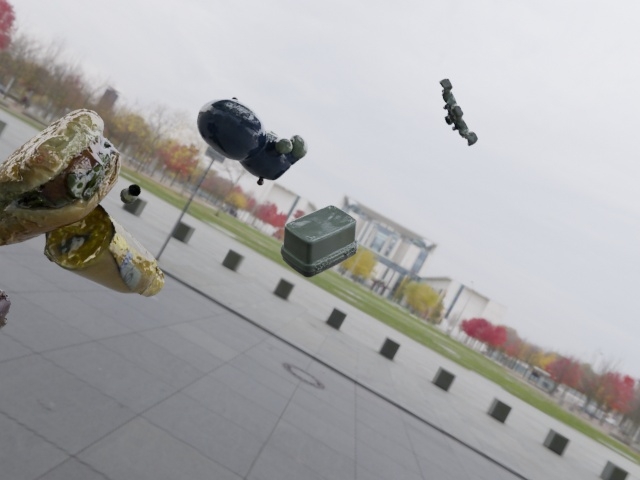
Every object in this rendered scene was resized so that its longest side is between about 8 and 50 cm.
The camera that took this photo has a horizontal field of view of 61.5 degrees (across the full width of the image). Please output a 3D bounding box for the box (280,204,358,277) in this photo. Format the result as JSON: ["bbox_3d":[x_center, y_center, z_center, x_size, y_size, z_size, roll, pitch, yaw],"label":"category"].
[{"bbox_3d":[0.000,0.000,1.512,0.210,0.129,0.148,-25,44,-35],"label":"box"}]

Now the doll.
[{"bbox_3d":[-0.177,-0.250,1.300,0.258,0.154,0.228,40,-11,-35],"label":"doll"}]

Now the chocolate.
[{"bbox_3d":[-0.497,0.049,1.355,0.162,0.162,0.445,29,-13,14],"label":"chocolate"}]

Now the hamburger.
[{"bbox_3d":[-0.507,-0.120,1.045,0.209,0.330,0.162,0,-48,41],"label":"hamburger"}]

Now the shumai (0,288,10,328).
[{"bbox_3d":[-0.731,0.156,1.044,0.185,0.218,0.184,36,-3,23],"label":"shumai"}]

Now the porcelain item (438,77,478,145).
[{"bbox_3d":[0.255,-0.239,1.032,0.075,0.021,0.136,134,-69,-86],"label":"porcelain item"}]

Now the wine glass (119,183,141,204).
[{"bbox_3d":[-0.465,-0.117,1.317,0.039,0.042,0.083,-2,-8,-30],"label":"wine glass"}]
